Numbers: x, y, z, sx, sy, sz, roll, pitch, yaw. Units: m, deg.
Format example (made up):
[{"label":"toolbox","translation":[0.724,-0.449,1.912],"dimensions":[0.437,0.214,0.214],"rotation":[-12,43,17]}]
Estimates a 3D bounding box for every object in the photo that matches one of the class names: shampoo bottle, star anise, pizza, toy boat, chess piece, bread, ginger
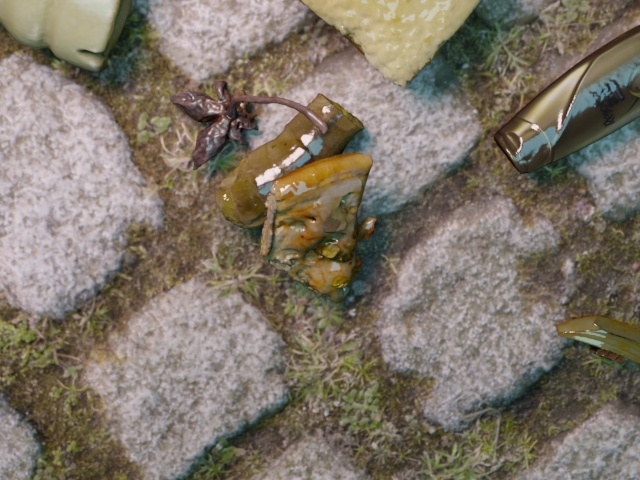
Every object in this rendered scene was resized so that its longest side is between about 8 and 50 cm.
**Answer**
[{"label":"shampoo bottle","translation":[0.443,-0.231,1.416],"dimensions":[0.350,0.084,0.126],"rotation":[-32,106,6]},{"label":"star anise","translation":[-0.119,-0.175,1.324],"dimensions":[0.218,0.227,0.148],"rotation":[19,83,-12]},{"label":"pizza","translation":[0.000,0.000,1.399],"dimensions":[0.189,0.071,0.297],"rotation":[-12,134,-18]},{"label":"toy boat","translation":[0.491,0.172,1.536],"dimensions":[0.172,0.065,0.066],"rotation":[20,122,-6]},{"label":"chess piece","translation":[-0.491,-0.396,1.254],"dimensions":[0.442,0.234,0.234],"rotation":[18,103,-11]},{"label":"bread","translation":[0.059,-0.426,1.300],"dimensions":[0.375,0.165,0.236],"rotation":[40,103,-12]},{"label":"ginger","translation":[-0.047,-0.116,1.406],"dimensions":[0.263,0.116,0.109],"rotation":[-43,144,3]}]
